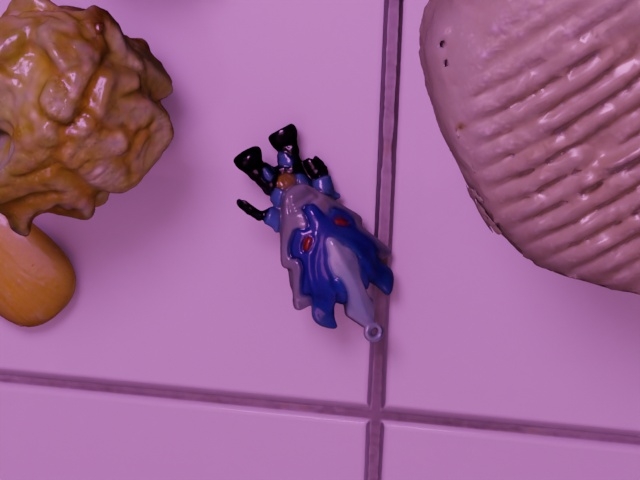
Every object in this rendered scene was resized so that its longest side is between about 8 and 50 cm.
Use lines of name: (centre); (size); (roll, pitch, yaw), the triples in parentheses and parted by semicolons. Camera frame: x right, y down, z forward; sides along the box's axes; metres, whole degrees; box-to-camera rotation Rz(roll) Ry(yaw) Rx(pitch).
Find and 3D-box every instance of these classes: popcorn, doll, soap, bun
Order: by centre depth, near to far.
bun: (0.259, -0.127, 1.257); (0.360, 0.211, 0.359); (5, 121, 9)
popcorn: (-0.211, -0.115, 1.376); (0.167, 0.185, 0.187); (-27, 106, 13)
doll: (0.000, 0.000, 1.427); (0.096, 0.070, 0.195); (-32, 95, -14)
soap: (-0.288, 0.003, 1.497); (0.089, 0.033, 0.168); (-42, 95, 16)
